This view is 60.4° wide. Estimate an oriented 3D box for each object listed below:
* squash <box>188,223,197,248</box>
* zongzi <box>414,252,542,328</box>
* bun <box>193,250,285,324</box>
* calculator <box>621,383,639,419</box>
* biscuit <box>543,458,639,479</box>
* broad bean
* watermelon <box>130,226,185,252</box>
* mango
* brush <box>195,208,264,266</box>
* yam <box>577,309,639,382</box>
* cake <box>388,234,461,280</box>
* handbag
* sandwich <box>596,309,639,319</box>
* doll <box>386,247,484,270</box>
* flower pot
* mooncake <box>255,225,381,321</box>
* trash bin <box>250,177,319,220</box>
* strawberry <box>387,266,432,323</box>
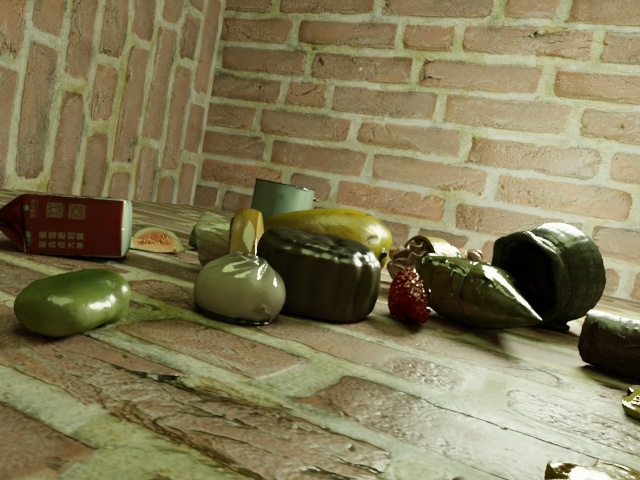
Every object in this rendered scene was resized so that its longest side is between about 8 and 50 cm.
[{"bbox_3d":[-0.344,0.008,1.769,0.132,0.105,0.105,31,11,16],"label":"squash"},{"bbox_3d":[0.443,0.142,1.325,0.323,0.160,0.360,5,6,-38],"label":"zongzi"},{"bbox_3d":[-0.149,0.081,1.034,0.172,0.120,0.173,11,3,0],"label":"bun"},{"bbox_3d":[0.577,0.272,0.881,0.157,0.033,0.236,16,10,43],"label":"calculator"},{"bbox_3d":[0.271,0.247,0.496,0.225,0.036,0.166,6,8,-38],"label":"biscuit"},{"bbox_3d":[-0.350,0.084,0.788,0.124,0.082,0.174,14,5,20],"label":"broad bean"},{"bbox_3d":[-0.483,-0.005,1.609,0.163,0.069,0.087,6,6,-25],"label":"watermelon"},{"bbox_3d":[0.000,0.000,1.724,0.445,0.221,0.301,7,7,3],"label":"mango"},{"bbox_3d":[-0.231,0.021,1.400,0.166,0.174,0.267,-3,22,-3],"label":"brush"},{"bbox_3d":[0.651,0.223,1.061,0.131,0.131,0.279,5,5,-45],"label":"yam"},{"bbox_3d":[0.287,0.078,1.608,0.178,0.185,0.207,4,19,-34],"label":"cake"},{"bbox_3d":[-0.616,-0.036,1.330,0.298,0.151,0.171,2,3,-14],"label":"handbag"},{"bbox_3d":[0.915,0.257,1.565,0.186,0.065,0.214,10,4,-10],"label":"sandwich"},{"bbox_3d":[0.365,0.106,1.784,0.303,0.201,0.156,5,41,6],"label":"doll"},{"bbox_3d":[0.620,0.105,1.526,0.213,0.302,0.302,-5,11,-25],"label":"flower pot"},{"bbox_3d":[-0.007,0.070,1.218,0.290,0.161,0.290,11,7,-1],"label":"mooncake"},{"bbox_3d":[-0.149,-0.075,1.979,0.277,0.263,0.217,7,6,-33],"label":"trash bin"},{"bbox_3d":[0.193,0.127,1.233,0.082,0.121,0.188,-9,4,0],"label":"strawberry"}]
